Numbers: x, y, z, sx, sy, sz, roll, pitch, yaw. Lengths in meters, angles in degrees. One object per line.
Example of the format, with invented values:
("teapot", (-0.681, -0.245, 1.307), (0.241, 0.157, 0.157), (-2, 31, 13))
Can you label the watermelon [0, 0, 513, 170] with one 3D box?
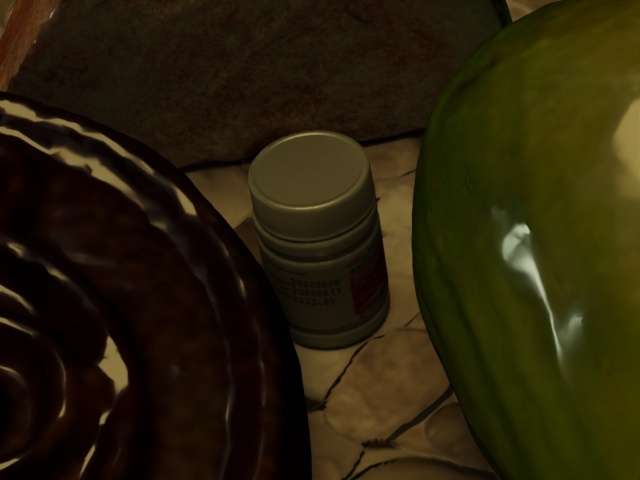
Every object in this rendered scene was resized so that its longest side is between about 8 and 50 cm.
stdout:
("watermelon", (-0.079, -0.169, 0.920), (0.292, 0.250, 0.283), (-26, 40, -20))

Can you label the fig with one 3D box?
("fig", (0.169, 0.038, 0.710), (0.233, 0.233, 0.314), (-24, 73, -14))

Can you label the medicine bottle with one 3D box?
("medicine bottle", (0.000, 0.000, 0.834), (0.058, 0.091, 0.058), (-6, 43, 5))

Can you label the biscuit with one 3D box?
("biscuit", (-0.203, 0.079, 0.737), (0.407, 0.091, 0.407), (2, 49, -2))
